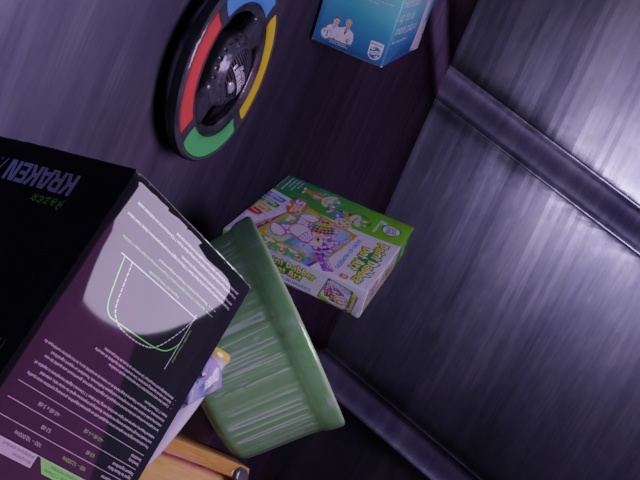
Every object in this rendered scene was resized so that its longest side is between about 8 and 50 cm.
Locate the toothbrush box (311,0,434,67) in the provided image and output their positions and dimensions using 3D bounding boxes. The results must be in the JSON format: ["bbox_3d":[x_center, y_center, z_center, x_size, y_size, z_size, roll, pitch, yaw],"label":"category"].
[{"bbox_3d":[0.117,-0.437,1.281,0.216,0.126,0.295,-43,154,-61],"label":"toothbrush box"}]

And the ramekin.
[{"bbox_3d":[-0.097,0.135,1.109,0.148,0.303,0.303,-24,161,-5],"label":"ramekin"}]

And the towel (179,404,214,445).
[{"bbox_3d":[-0.250,0.250,1.020,0.282,0.049,0.187,-46,117,-42],"label":"towel"}]

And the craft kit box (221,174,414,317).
[{"bbox_3d":[0.000,0.000,1.371,0.250,0.247,0.061,-48,161,-57],"label":"craft kit box"}]

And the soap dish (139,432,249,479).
[{"bbox_3d":[-0.215,0.306,0.924,0.291,0.118,0.229,36,58,-41],"label":"soap dish"}]

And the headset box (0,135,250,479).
[{"bbox_3d":[-0.226,0.087,0.507,0.283,0.246,0.131,-60,141,-19],"label":"headset box"}]

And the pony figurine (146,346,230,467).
[{"bbox_3d":[-0.225,0.220,0.673,0.363,0.351,0.303,-63,146,-16],"label":"pony figurine"}]

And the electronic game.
[{"bbox_3d":[-0.109,-0.198,0.970,0.229,0.048,0.229,-60,168,-22],"label":"electronic game"}]
